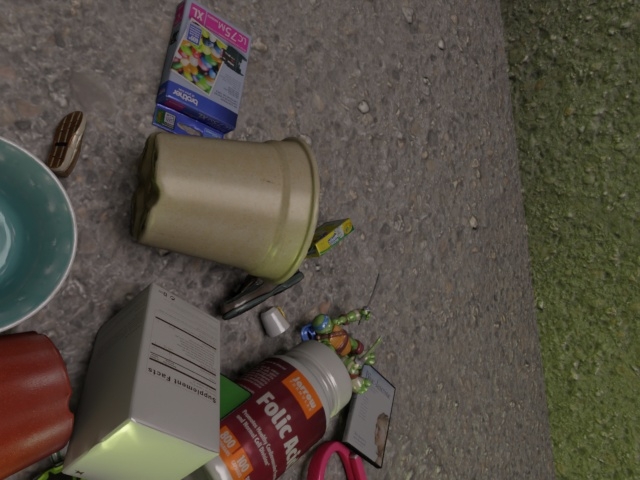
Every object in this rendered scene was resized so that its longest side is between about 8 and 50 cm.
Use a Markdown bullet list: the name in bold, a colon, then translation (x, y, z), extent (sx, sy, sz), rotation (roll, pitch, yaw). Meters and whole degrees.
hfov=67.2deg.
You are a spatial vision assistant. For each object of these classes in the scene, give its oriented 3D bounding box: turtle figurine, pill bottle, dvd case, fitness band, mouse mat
- **turtle figurine**: translation (0.107, 0.283, 1.297), extent (0.274, 0.198, 0.266), rotation (-27, 130, 0)
- **pill bottle**: translation (-0.121, 0.398, 1.074), extent (0.392, 0.224, 0.224), rotation (-28, 104, -41)
- **dvd case**: translation (0.149, 0.508, 1.418), extent (0.180, 0.022, 0.253), rotation (46, 44, -30)
- **fitness band**: translation (0.054, 0.689, 1.288), extent (0.209, 0.054, 0.291), rotation (-14, 89, -55)
- **mouse mat**: translation (-0.252, 0.322, 0.989), extent (0.152, 0.189, 0.007), rotation (-29, 122, -41)

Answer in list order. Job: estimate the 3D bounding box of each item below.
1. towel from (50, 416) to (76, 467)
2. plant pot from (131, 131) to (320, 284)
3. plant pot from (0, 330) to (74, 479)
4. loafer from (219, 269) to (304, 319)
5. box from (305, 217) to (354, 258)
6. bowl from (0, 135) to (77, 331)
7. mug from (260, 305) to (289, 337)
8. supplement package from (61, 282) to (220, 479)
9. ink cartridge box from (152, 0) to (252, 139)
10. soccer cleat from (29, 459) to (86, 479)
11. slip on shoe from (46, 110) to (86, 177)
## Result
- **towel**: translation (-0.432, 0.383, 0.922), extent (0.152, 0.023, 0.113), rotation (-20, 100, -43)
- **plant pot**: translation (-0.215, -0.087, 1.008), extent (0.305, 0.333, 0.334), rotation (9, 79, -31)
- **plant pot**: translation (-0.534, 0.258, 0.696), extent (0.265, 0.272, 0.273), rotation (-10, 92, -51)
- **loafer**: translation (-0.153, 0.111, 1.184), extent (0.267, 0.096, 0.084), rotation (-24, 82, -49)
- **box**: translation (0.000, 0.000, 1.315), extent (0.179, 0.105, 0.043), rotation (-35, 108, -39)
- **bowl**: translation (-0.566, -0.007, 0.745), extent (0.311, 0.163, 0.312), rotation (5, 82, -43)
- **mug**: translation (-0.121, 0.201, 1.222), extent (0.062, 0.078, 0.064), rotation (-30, 98, -7)
- **supplement package**: translation (-0.300, 0.260, 0.861), extent (0.175, 0.177, 0.293), rotation (40, 22, -33)
- **ink cartridge box**: translation (-0.272, -0.386, 1.137), extent (0.185, 0.065, 0.311), rotation (19, 74, -40)
- **soccer cleat**: translation (-0.479, 0.467, 0.823), extent (0.289, 0.093, 0.121), rotation (-14, 126, -36)
- **slip on shoe**: translation (-0.483, -0.186, 0.930), extent (0.041, 0.051, 0.136), rotation (75, 18, -67)
